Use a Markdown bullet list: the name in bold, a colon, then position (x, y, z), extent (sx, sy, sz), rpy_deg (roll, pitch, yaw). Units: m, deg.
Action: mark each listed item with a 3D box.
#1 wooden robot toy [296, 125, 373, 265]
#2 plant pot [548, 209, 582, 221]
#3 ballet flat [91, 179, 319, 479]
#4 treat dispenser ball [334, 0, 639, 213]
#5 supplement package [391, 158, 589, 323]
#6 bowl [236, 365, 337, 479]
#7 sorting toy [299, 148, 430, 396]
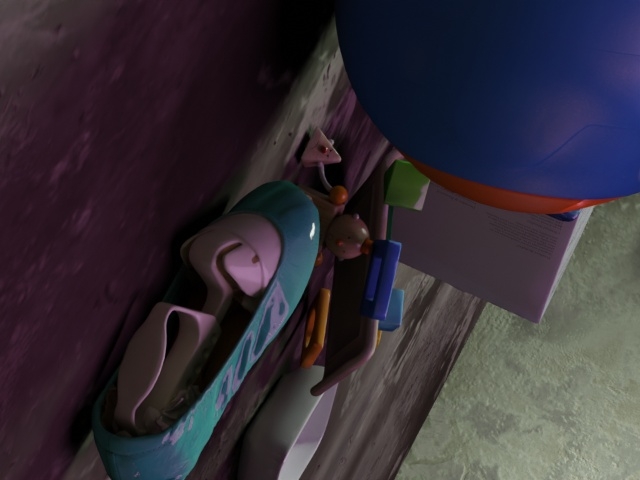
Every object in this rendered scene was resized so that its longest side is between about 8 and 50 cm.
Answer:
- **wooden robot toy**: position (0.000, 0.000, 1.206), extent (0.173, 0.079, 0.076), rpy_deg (-69, 168, 17)
- **plant pot**: position (0.207, -0.171, 1.418), extent (0.236, 0.236, 0.212), rpy_deg (-59, 172, -32)
- **ballet flat**: position (-0.073, 0.049, 0.993), extent (0.247, 0.083, 0.087), rpy_deg (-63, 154, -22)
- **treat dispenser ball**: position (0.154, -0.162, 1.028), extent (0.288, 0.288, 0.288), rpy_deg (-60, 168, -23)
- **supplement package**: position (0.209, -0.085, 1.661), extent (0.198, 0.199, 0.262), rpy_deg (-59, 167, -31)
- **bowl**: position (-0.038, 0.199, 1.519), extent (0.142, 0.053, 0.142), rpy_deg (-56, 165, -38)
- **sorting toy**: position (0.042, 0.035, 1.332), extent (0.347, 0.047, 0.196), rpy_deg (131, -29, -72)
